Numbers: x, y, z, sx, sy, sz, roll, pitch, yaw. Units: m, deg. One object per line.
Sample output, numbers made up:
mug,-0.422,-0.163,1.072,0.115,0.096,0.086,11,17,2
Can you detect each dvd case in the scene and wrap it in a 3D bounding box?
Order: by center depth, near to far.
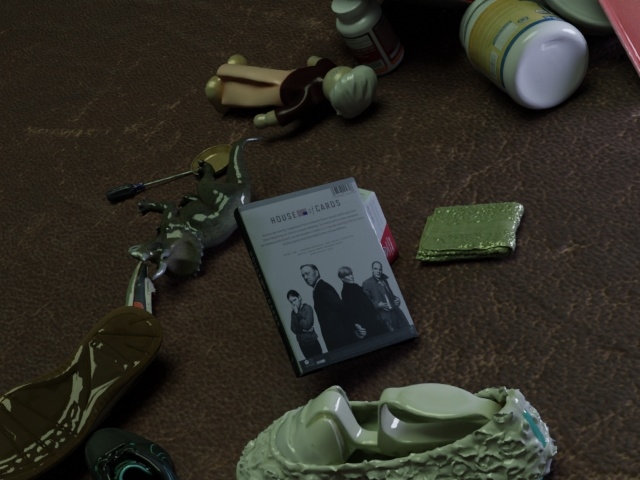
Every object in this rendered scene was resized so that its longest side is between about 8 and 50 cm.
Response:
dvd case,0.008,0.044,1.627,0.179,0.029,0.238,-15,74,-25

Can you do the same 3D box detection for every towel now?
towel,0.212,-0.011,1.754,0.148,0.027,0.110,-6,39,26

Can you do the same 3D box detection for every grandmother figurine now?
grandmother figurine,-0.047,-0.268,2.170,0.342,0.104,0.207,6,54,39

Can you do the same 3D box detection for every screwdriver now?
screwdriver,-0.298,-0.101,2.178,0.170,0.024,0.025,-17,7,1

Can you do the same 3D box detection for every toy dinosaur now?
toy dinosaur,-0.185,-0.040,1.977,0.313,0.121,0.160,-38,49,-24

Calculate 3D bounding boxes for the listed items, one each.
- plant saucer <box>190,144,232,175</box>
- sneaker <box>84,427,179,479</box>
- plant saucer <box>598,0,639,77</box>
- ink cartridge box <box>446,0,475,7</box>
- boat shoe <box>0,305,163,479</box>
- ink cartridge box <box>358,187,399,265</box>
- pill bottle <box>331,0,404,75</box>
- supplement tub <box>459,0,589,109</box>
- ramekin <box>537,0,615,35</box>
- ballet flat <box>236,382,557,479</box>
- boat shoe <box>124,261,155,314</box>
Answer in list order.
plant saucer,-0.186,-0.136,2.154,0.083,0.015,0.083,-17,37,13
sneaker,-0.233,0.295,1.568,0.101,0.106,0.267,-41,37,-17
plant saucer,0.552,-0.385,1.888,0.258,0.259,0.048,-27,-6,-2
ink cartridge box,0.153,-0.472,2.160,0.308,0.091,0.385,2,10,-45
boat shoe,-0.356,0.235,1.718,0.123,0.123,0.342,38,60,10
ink cartridge box,0.020,0.028,1.733,0.072,0.127,0.175,14,52,39
pill bottle,0.081,-0.368,2.162,0.086,0.152,0.086,-17,45,19
supplement tub,0.319,-0.308,1.962,0.144,0.144,0.199,-29,36,-5
ramekin,0.455,-0.455,1.985,0.273,0.272,0.127,-29,-6,-5
ballet flat,0.071,0.224,1.455,0.409,0.147,0.147,-7,40,24
boat shoe,-0.278,0.084,1.912,0.043,0.049,0.137,18,33,-13
